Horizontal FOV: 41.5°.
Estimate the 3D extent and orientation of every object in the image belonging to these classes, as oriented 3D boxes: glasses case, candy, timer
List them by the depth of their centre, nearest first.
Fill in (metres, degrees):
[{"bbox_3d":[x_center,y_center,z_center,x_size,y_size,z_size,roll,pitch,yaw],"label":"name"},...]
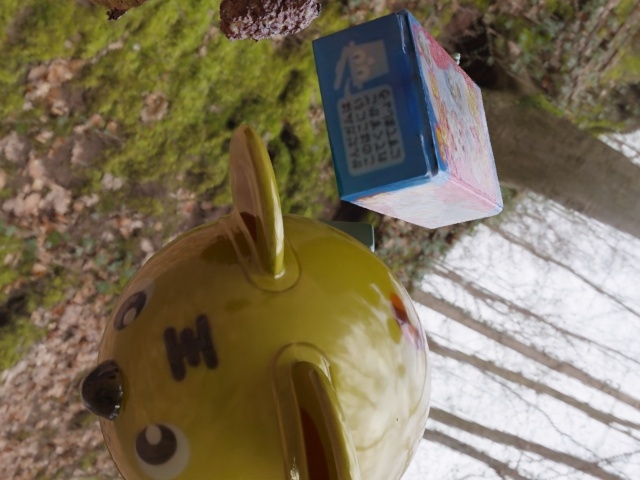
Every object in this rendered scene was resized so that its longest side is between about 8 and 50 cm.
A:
[{"bbox_3d":[-0.055,0.119,0.823,0.387,0.376,0.376,108,0,-64],"label":"timer"},{"bbox_3d":[0.103,-0.107,0.870,0.100,0.306,0.157,-14,-99,22],"label":"candy"},{"bbox_3d":[0.000,0.000,1.463,0.078,0.184,0.039,-88,-179,-56],"label":"glasses case"}]

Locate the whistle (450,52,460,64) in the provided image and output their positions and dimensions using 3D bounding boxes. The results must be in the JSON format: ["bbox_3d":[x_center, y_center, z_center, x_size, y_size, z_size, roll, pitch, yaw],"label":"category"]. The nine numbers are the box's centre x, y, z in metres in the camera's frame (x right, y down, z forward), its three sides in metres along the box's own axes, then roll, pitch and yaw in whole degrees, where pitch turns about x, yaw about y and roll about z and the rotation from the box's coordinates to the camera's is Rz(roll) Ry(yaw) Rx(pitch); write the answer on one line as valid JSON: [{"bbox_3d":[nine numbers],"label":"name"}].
[{"bbox_3d":[0.184,-0.310,1.608,0.110,0.092,0.244,-51,-159,-11],"label":"whistle"}]

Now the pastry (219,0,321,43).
[{"bbox_3d":[-0.107,-0.476,1.729,0.097,0.208,0.115,107,-30,-71],"label":"pastry"}]

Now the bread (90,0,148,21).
[{"bbox_3d":[-0.182,-0.368,0.885,0.274,0.149,0.274,-20,-138,19],"label":"bread"}]
